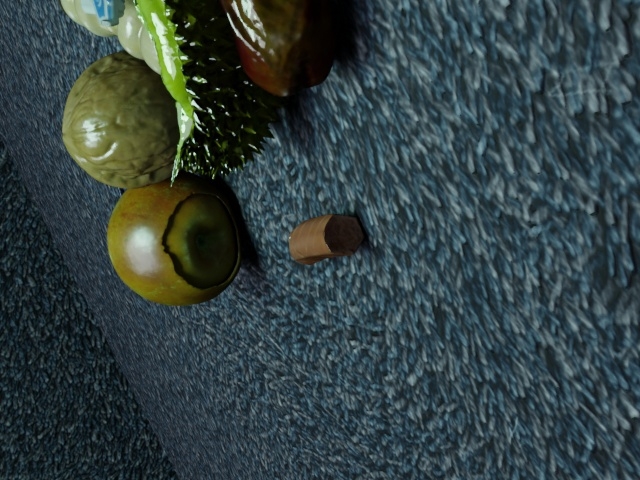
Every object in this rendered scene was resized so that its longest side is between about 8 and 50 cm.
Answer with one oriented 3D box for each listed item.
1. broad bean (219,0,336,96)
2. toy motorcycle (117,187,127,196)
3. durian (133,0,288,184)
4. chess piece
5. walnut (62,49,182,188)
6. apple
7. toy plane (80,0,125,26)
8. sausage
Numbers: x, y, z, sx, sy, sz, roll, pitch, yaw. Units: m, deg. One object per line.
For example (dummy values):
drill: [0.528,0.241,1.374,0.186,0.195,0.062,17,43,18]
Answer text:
broad bean: [-0.054,-0.276,1.074,0.156,0.122,0.229,-107,2,-77]
toy motorcycle: [-0.322,-0.077,1.840,0.212,0.125,0.359,26,136,66]
durian: [-0.150,-0.245,1.218,0.169,0.158,0.352,9,122,47]
chess piece: [-0.268,-0.335,1.443,0.261,0.142,0.143,40,149,27]
walnut: [-0.308,-0.194,1.546,0.228,0.228,0.228,45,151,33]
apple: [-0.242,-0.001,1.643,0.207,0.237,0.237,13,131,31]
toy plane: [-0.271,-0.425,1.306,0.266,0.122,0.267,2,93,38]
sausage: [0.000,-0.001,1.339,0.065,0.065,0.169,64,157,-6]
